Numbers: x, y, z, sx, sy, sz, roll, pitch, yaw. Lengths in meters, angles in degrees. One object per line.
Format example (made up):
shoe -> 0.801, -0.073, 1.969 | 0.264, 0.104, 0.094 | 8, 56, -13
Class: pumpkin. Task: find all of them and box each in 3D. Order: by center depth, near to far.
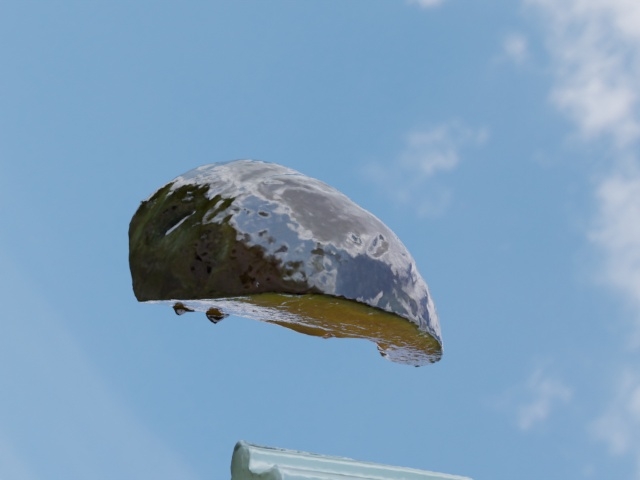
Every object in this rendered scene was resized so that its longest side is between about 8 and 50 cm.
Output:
pumpkin -> 0.000, 0.000, 1.574 | 0.148, 0.312, 0.169 | -21, -122, 53

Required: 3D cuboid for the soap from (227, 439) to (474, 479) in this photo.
soap -> 0.040, 0.262, 1.444 | 0.094, 0.261, 0.150 | 29, -75, 59
